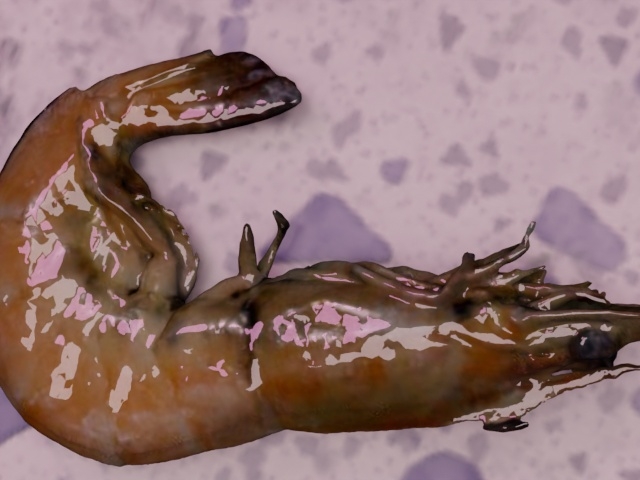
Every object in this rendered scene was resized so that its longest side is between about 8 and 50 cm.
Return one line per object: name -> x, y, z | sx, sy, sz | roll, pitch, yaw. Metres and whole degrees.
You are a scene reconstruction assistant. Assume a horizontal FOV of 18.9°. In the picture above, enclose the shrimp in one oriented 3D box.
shrimp -> 0.000, 0.000, 0.773 | 0.296, 0.058, 0.169 | -5, 84, 9
